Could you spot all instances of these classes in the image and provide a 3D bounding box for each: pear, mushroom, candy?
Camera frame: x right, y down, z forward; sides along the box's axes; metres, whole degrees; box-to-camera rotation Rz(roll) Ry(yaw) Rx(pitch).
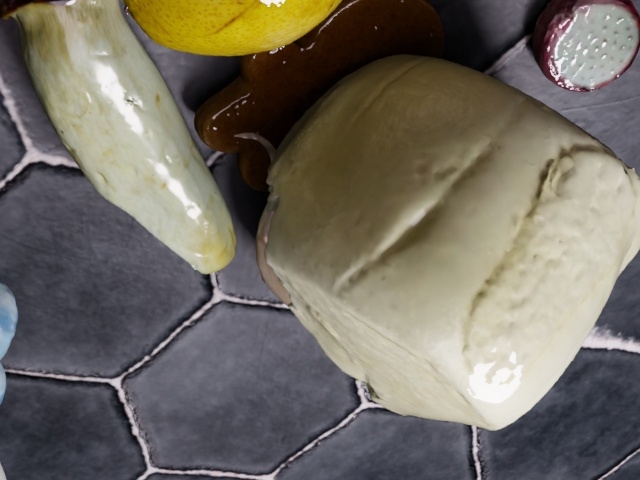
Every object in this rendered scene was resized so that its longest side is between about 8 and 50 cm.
[{"bbox_3d":[-0.072,-0.232,0.795,0.209,0.209,0.209,-8,127,-11],"label":"pear"},{"bbox_3d":[-0.168,-0.094,0.942,0.107,0.087,0.333,-11,133,11],"label":"mushroom"},{"bbox_3d":[0.250,-0.188,1.018,0.103,0.043,0.103,-8,127,-11],"label":"candy"}]

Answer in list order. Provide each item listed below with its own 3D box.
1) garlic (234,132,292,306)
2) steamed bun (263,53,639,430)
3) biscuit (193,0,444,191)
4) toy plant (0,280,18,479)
[{"bbox_3d":[-0.003,0.002,1.035,0.128,0.148,0.266,-7,164,41],"label":"garlic"},{"bbox_3d":[0.094,-0.009,0.916,0.272,0.273,0.290,31,78,-25],"label":"steamed bun"},{"bbox_3d":[0.005,-0.140,0.983,0.236,0.039,0.180,-33,134,9],"label":"biscuit"},{"bbox_3d":[-0.387,0.138,0.979,0.247,0.247,0.332,4,117,-19],"label":"toy plant"}]
